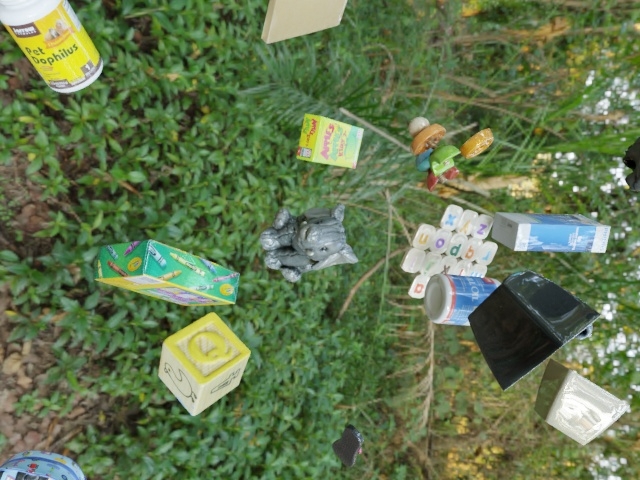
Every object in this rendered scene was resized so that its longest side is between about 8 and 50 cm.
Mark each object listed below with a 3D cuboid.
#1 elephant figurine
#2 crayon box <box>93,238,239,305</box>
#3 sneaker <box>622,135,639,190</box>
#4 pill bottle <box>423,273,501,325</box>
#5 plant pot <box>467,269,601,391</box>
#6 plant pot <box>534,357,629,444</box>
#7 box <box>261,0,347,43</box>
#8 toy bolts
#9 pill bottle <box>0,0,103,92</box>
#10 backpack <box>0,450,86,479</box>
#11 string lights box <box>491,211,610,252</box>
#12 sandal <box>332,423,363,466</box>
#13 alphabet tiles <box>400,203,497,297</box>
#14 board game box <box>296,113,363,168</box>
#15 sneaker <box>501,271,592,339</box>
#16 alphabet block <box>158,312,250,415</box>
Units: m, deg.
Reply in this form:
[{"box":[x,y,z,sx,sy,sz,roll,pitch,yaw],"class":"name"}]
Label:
[{"box":[0.000,0.000,1.128,0.169,0.239,0.186,48,55,-21],"class":"elephant figurine"},{"box":[-0.339,0.081,1.251,0.278,0.165,0.081,29,61,-52],"class":"crayon box"},{"box":[0.817,-0.232,1.353,0.109,0.130,0.286,49,54,-24],"class":"sneaker"},{"box":[0.382,0.150,1.376,0.124,0.222,0.124,-175,-90,-72],"class":"pill bottle"},{"box":[0.429,0.173,1.164,0.187,0.167,0.188,-17,148,-41],"class":"plant pot"},{"box":[0.427,0.277,0.936,0.096,0.109,0.109,-57,174,1],"class":"plant pot"},{"box":[-0.007,-0.418,0.886,0.164,0.021,0.201,-27,160,-30],"class":"box"},{"box":[0.340,-0.269,1.548,0.158,0.218,0.228,57,-13,16],"class":"toy bolts"},{"box":[-0.503,-0.388,1.014,0.215,0.117,0.117,72,25,-54],"class":"pill bottle"},{"box":[-0.434,0.389,0.840,0.117,0.158,0.173,-90,-162,-66],"class":"backpack"},{"box":[0.612,-0.024,1.476,0.133,0.260,0.076,-118,-149,-72],"class":"string lights box"},{"box":[0.071,0.459,1.246,0.040,0.067,0.179,-31,155,-33],"class":"sandal"},{"box":[0.359,0.042,1.530,0.021,0.284,0.277,46,-61,58],"class":"alphabet tiles"},{"box":[0.024,-0.209,1.182,0.181,0.043,0.092,-4,108,-58],"class":"board game box"},{"box":[0.607,0.173,1.462,0.104,0.262,0.125,-65,175,22],"class":"sneaker"},{"box":[-0.355,0.373,1.674,0.193,0.192,0.197,-32,155,-41],"class":"alphabet block"}]
